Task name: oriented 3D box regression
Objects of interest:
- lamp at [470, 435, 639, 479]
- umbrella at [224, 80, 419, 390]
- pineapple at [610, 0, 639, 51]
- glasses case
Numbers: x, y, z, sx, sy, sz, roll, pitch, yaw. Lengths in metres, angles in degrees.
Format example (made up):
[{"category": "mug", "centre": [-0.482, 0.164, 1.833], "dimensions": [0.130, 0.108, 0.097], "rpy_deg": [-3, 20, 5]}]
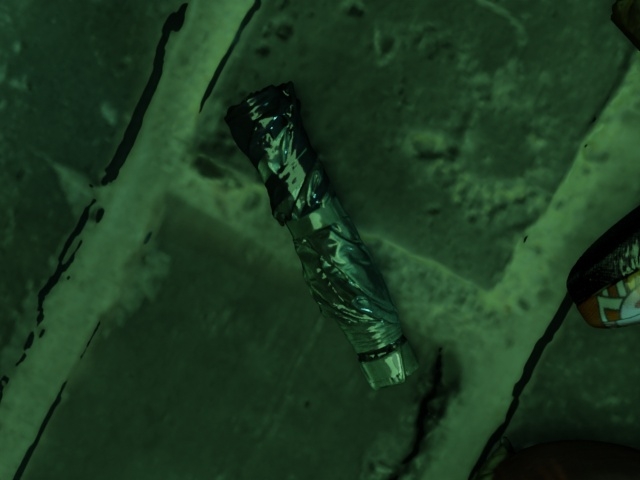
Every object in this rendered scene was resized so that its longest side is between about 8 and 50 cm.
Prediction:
[{"category": "lamp", "centre": [0.160, 0.163, 0.940], "dimensions": [0.223, 0.151, 0.215], "rpy_deg": [-19, 115, -30]}, {"category": "umbrella", "centre": [0.000, 0.000, 0.980], "dimensions": [0.046, 0.050, 0.188], "rpy_deg": [-23, 95, 31]}, {"category": "pineapple", "centre": [0.277, -0.149, 0.895], "dimensions": [0.237, 0.111, 0.119], "rpy_deg": [-34, 99, 9]}, {"category": "glasses case", "centre": [0.252, -0.031, 0.905], "dimensions": [0.267, 0.103, 0.067], "rpy_deg": [-31, 85, 17]}]
